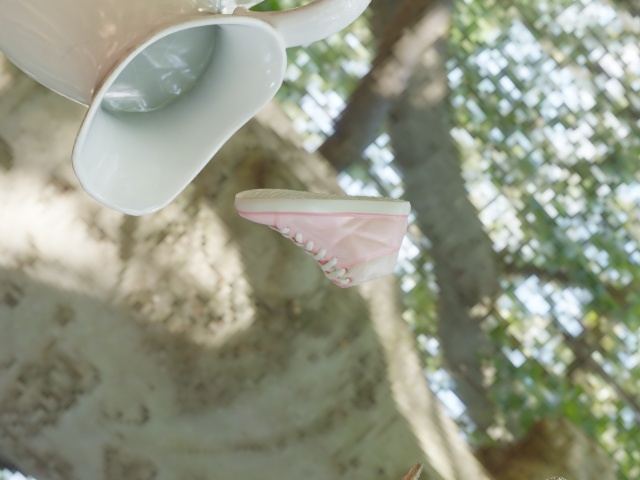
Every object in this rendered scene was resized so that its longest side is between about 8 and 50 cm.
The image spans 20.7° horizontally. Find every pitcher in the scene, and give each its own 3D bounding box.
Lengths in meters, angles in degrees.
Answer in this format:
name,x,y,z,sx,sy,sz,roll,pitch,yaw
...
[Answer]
name,x,y,z,sx,sy,sz,roll,pitch,yaw
pitcher,-0.081,-0.134,0.867,0.178,0.125,0.207,-32,-130,-5

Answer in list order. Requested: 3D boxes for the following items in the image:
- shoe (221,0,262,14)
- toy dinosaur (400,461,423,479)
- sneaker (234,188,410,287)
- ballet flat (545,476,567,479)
name,x,y,z,sx,sy,sz,roll,pitch,yaw
shoe,-0.039,-0.207,1.321,0.219,0.058,0.076,-32,-170,-32
toy dinosaur,0.024,0.319,1.300,0.127,0.200,0.295,2,-114,7
sneaker,0.000,0.000,1.274,0.051,0.134,0.070,-153,-111,-65
ballet flat,0.029,0.324,1.527,0.483,0.182,0.164,-25,-157,14
